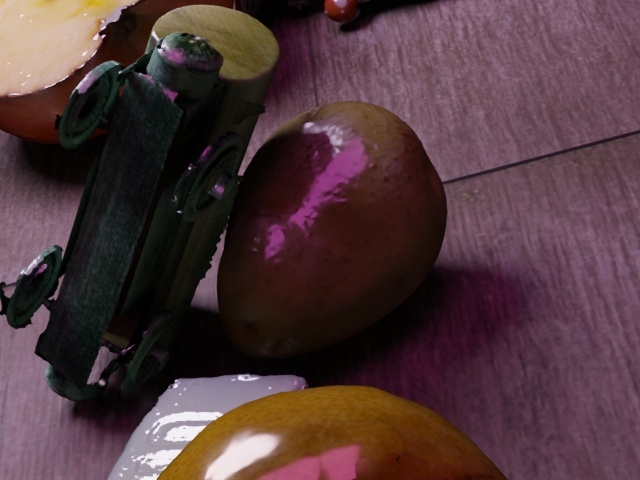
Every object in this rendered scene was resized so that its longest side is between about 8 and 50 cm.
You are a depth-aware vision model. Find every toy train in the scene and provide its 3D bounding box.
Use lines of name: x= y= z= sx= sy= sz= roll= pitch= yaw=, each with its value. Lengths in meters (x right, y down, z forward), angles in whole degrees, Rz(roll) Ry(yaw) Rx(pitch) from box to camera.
toy train: x=-0.109 y=-0.019 z=1.256 sx=0.126 sy=0.307 sz=0.189 roll=35 pitch=36 yaw=19

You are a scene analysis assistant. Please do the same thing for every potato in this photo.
potato: x=0.000 y=0.000 z=1.269 sx=0.157 sy=0.157 sz=0.194 roll=7 pitch=43 yaw=35

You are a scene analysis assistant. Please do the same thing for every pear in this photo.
pear: x=0.004 y=0.173 z=0.947 sx=0.209 sy=0.208 sz=0.209 roll=-13 pitch=31 yaw=8

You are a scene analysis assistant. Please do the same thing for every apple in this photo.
apple: x=-0.200 y=-0.188 z=1.654 sx=0.293 sy=0.163 sz=0.251 roll=-38 pitch=45 yaw=-8

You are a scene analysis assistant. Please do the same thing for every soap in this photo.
soap: x=-0.080 y=0.169 z=1.120 sx=0.115 sy=0.063 sz=0.198 roll=-4 pitch=33 yaw=24

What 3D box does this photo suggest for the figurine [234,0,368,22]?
figurine: x=0.038 y=-0.296 z=1.740 sx=0.226 sy=0.160 sz=0.183 roll=-1 pitch=34 yaw=10
